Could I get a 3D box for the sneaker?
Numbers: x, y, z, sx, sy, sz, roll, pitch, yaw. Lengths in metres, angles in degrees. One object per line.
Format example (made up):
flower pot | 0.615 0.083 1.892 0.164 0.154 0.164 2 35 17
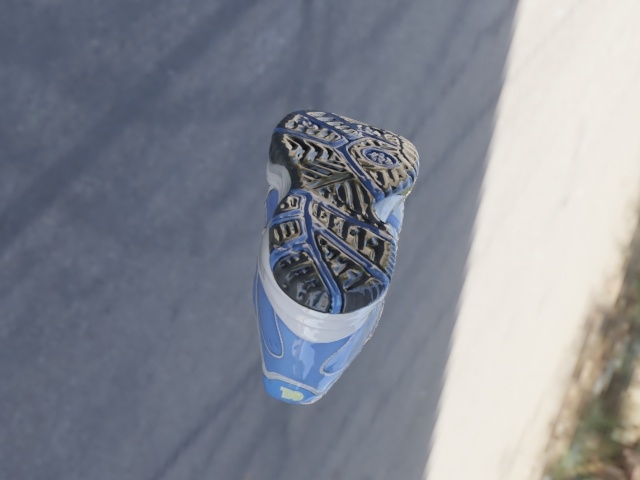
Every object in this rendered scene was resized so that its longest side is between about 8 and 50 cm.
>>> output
sneaker | 0.000 0.000 0.870 0.211 0.080 0.081 -69 176 -60
